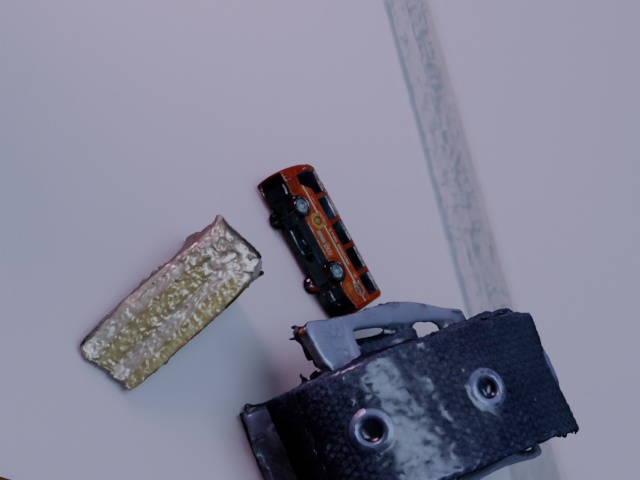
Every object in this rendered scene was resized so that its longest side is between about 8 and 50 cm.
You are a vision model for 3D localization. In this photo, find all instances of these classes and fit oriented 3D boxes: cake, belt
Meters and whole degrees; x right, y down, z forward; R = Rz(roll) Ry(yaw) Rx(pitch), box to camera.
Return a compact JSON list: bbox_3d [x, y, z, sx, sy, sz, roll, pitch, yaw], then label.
[{"bbox_3d":[-0.095,0.044,0.901,0.121,0.065,0.052,-44,99,-19],"label":"cake"},{"bbox_3d":[0.064,0.100,0.935,0.218,0.122,0.128,-11,73,-40],"label":"belt"}]

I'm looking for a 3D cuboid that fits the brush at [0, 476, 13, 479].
[{"bbox_3d":[-0.179,0.145,0.794,0.314,0.017,0.090,25,58,-28],"label":"brush"}]

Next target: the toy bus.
[{"bbox_3d":[0.000,0.000,0.995,0.043,0.031,0.110,-27,88,-45],"label":"toy bus"}]
